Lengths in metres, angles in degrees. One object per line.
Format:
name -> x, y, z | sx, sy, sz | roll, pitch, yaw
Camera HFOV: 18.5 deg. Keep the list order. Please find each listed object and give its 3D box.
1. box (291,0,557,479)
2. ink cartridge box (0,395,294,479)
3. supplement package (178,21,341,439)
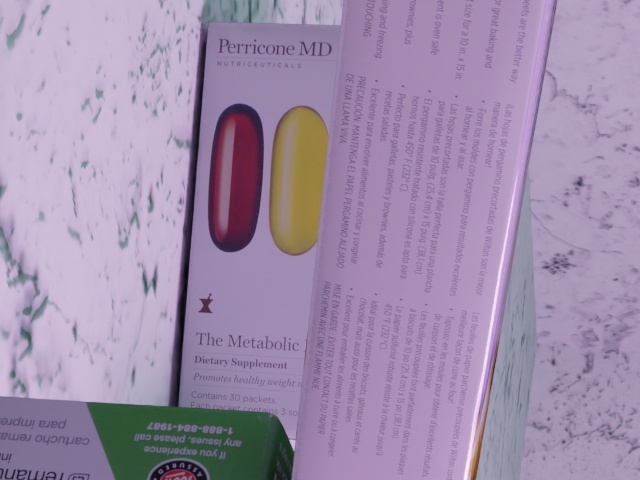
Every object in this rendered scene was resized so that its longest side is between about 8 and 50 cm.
box -> 0.033, 0.012, 0.668 | 0.063, 0.067, 0.324 | -67, 165, -57
ink cartridge box -> -0.097, 0.169, 0.728 | 0.087, 0.153, 0.208 | 77, 19, -53
supplement package -> 0.000, 0.000, 1.195 | 0.134, 0.139, 0.244 | 33, 60, -78
